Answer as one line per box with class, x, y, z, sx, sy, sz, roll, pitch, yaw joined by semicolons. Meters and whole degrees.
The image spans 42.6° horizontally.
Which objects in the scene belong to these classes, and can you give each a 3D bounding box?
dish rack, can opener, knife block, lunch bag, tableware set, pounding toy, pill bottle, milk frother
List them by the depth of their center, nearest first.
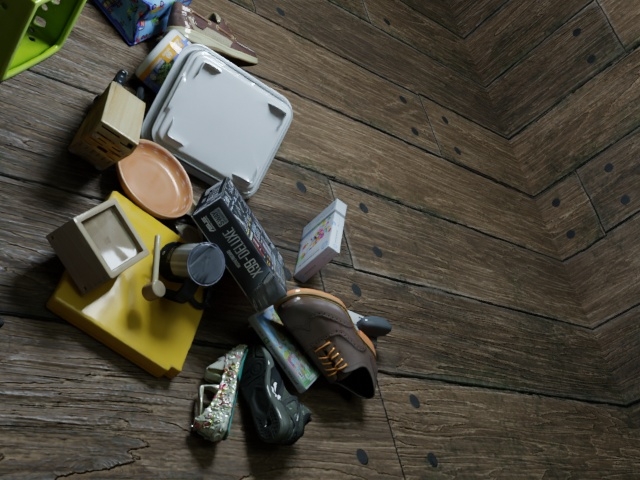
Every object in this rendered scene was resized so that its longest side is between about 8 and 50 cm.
pounding toy;-0.382;0.035;1.546;0.206;0.094;0.181;59;30;-7
milk frother;-0.237;0.072;1.631;0.143;0.134;0.129;15;83;-36
knife block;-0.425;-0.277;1.736;0.088;0.275;0.242;33;68;-25
tableware set;-0.266;-0.035;1.884;0.168;0.020;0.141;13;49;-43
dish rack;-0.230;-0.277;1.952;0.332;0.072;0.286;29;85;-28
can opener;0.052;0.177;1.995;0.283;0.095;0.076;26;41;-34
pill bottle;-0.309;-0.376;2.030;0.272;0.152;0.152;41;35;-15
lunch bag;-0.504;-0.671;2.115;0.293;0.138;0.221;42;37;2

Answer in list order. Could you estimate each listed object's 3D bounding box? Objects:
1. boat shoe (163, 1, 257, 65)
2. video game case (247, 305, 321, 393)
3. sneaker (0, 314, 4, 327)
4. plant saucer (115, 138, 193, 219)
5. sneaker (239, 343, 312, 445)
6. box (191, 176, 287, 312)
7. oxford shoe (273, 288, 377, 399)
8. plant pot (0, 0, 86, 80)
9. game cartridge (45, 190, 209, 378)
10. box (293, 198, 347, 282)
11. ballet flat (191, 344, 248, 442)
boat shoe;-0.283;-0.549;2.194;0.342;0.123;0.123;7;87;-55
video game case;-0.066;0.228;1.812;0.193;0.023;0.212;54;14;4
sneaker;-0.559;0.110;1.367;0.084;0.058;0.152;36;41;-12
plant saucer;-0.368;-0.129;1.797;0.200;0.037;0.200;34;37;-31
sneaker;-0.094;0.327;1.702;0.130;0.087;0.227;38;20;-49
box;-0.168;-0.001;1.763;0.242;0.076;0.307;57;3;-13
oxford shoe;0.028;0.230;1.812;0.363;0.130;0.133;43;23;-39
plant pot;-0.643;-0.506;1.705;0.207;0.227;0.228;40;36;-6
game cartridge;-0.361;0.089;1.639;0.285;0.052;0.324;38;39;-20
box;0.000;0.000;2.054;0.038;0.145;0.186;34;38;-21
ballet flat;-0.198;0.288;1.617;0.077;0.091;0.241;19;37;-7
